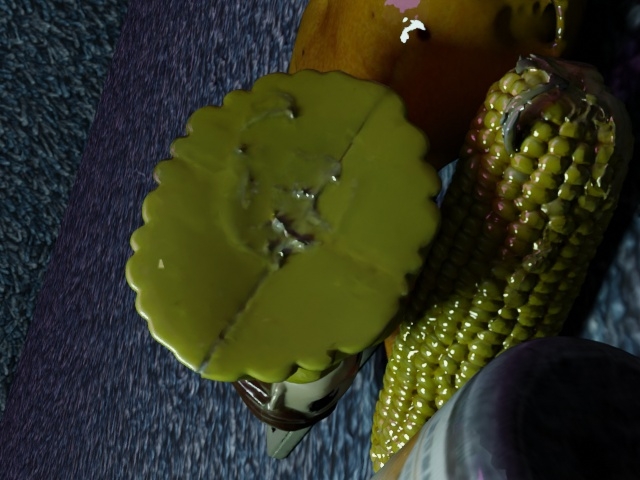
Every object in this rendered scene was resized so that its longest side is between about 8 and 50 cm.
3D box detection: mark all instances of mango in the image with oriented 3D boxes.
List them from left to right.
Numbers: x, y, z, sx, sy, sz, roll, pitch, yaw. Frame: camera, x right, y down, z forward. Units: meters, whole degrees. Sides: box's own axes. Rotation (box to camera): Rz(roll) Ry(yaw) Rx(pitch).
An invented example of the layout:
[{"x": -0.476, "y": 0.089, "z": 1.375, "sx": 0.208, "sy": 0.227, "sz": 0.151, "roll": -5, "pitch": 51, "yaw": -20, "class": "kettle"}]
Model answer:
[{"x": 0.075, "y": -0.140, "z": 0.836, "sx": 0.287, "sy": 0.152, "sz": 0.201, "roll": 144, "pitch": 125, "yaw": -63, "class": "mango"}]

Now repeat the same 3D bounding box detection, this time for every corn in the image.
[{"x": 0.105, "y": 0.033, "z": 0.723, "sx": 0.106, "sy": 0.106, "sz": 0.293, "roll": -124, "pitch": 47, "yaw": -63, "class": "corn"}]

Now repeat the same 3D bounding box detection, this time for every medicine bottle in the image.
[{"x": 0.074, "y": 0.182, "z": 0.592, "sx": 0.273, "sy": 0.165, "sz": 0.165, "roll": -52, "pitch": 31, "yaw": 40, "class": "medicine bottle"}]

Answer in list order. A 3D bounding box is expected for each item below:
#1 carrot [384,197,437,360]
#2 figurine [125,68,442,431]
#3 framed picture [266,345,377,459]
[{"x": 0.065, "y": 0.081, "z": 0.853, "sx": 0.061, "sy": 0.061, "sz": 0.257, "roll": 141, "pitch": 136, "yaw": -58, "class": "carrot"}, {"x": -0.012, "y": 0.046, "z": 0.793, "sx": 0.315, "sy": 0.168, "sz": 0.187, "roll": 84, "pitch": -170, "yaw": -67, "class": "figurine"}, {"x": 0.000, "y": 0.000, "z": 1.121, "sx": 0.247, "sy": 0.022, "sz": 0.335, "roll": 125, "pitch": 151, "yaw": -44, "class": "framed picture"}]
